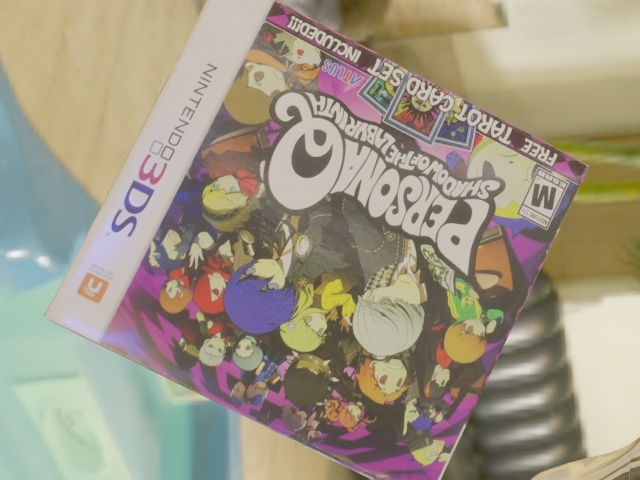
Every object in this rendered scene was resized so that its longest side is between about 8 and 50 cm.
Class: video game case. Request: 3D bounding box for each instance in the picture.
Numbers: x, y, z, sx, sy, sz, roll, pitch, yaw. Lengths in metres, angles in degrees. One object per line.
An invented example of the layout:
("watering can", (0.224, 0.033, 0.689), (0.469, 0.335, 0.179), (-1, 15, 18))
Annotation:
("video game case", (0.000, 0.000, 0.762), (0.210, 0.232, 0.042), (-63, -174, -6))

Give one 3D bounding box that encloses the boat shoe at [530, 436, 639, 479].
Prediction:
("boat shoe", (0.254, 0.201, 0.978), (0.335, 0.121, 0.119), (135, -28, -56))
